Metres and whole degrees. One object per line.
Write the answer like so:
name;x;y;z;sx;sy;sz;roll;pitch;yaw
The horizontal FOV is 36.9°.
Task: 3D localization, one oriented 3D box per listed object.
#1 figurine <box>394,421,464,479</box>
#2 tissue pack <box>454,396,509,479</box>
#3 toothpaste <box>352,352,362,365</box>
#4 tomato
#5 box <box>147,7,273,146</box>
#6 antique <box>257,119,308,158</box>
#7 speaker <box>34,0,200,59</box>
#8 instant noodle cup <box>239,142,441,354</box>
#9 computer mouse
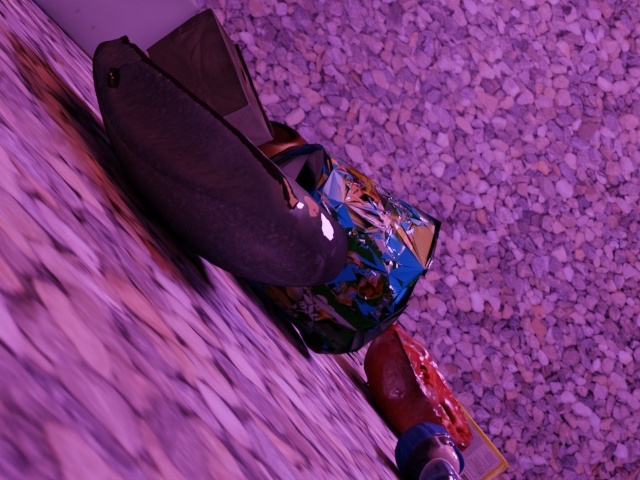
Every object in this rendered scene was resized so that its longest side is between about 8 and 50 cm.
figurine;0.130;0.272;1.093;0.087;0.086;0.149;11;20;-4
tissue pack;0.241;0.356;1.698;0.176;0.095;0.062;50;0;25
toothpaste;0.020;0.135;1.733;0.216;0.037;0.062;58;5;38
tomato;0.139;0.244;1.480;0.228;0.101;0.228;53;9;-12
box;-0.206;-0.281;1.792;0.149;0.155;0.231;52;16;-66
antique;-0.118;-0.168;1.985;0.223;0.129;0.278;13;23;7
speaker;-0.364;-0.435;1.395;0.183;0.184;0.406;51;1;35
instant noodle cup;0.000;0.000;1.187;0.178;0.240;0.240;41;6;-29
computer mouse;-0.124;-0.067;0.944;0.374;0.114;0.203;42;-1;37
